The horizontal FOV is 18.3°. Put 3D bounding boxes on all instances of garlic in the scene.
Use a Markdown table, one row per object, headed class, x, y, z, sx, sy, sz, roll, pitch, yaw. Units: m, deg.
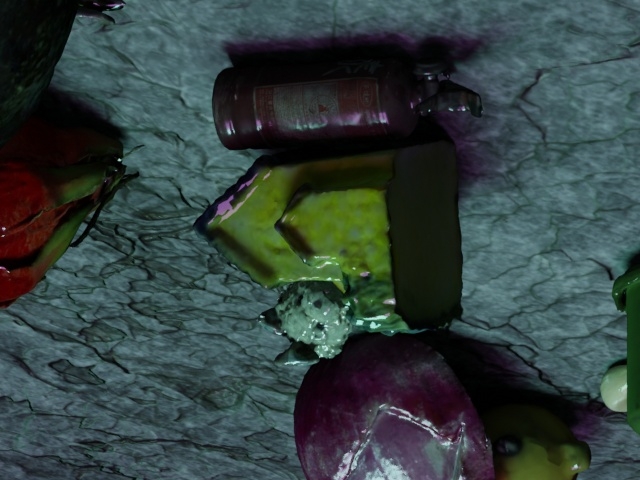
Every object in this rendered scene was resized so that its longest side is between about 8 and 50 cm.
| class | x | y | z | sx | sy | sz | roll | pitch | yaw |
| --- | --- | --- | --- | --- | --- | --- | --- | --- | --- |
| garlic | 0.324 | 0.158 | 2.108 | 0.053 | 0.041 | 0.083 | -20 | 147 | 24 |

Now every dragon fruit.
| class | x | y | z | sx | sy | sz | roll | pitch | yaw |
| --- | --- | --- | --- | --- | --- | --- | --- | --- | --- |
| dragon fruit | -0.308 | -0.054 | 1.852 | 0.293 | 0.233 | 0.234 | -22 | 146 | -2 |

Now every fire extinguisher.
| class | x | y | z | sx | sy | sz | roll | pitch | yaw |
| --- | --- | --- | --- | --- | --- | --- | --- | --- | --- |
| fire extinguisher | 0.029 | -0.108 | 1.691 | 0.252 | 0.106 | 0.075 | -1 | 128 | 23 |

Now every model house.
| class | x | y | z | sx | sy | sz | roll | pitch | yaw |
| --- | --- | --- | --- | --- | --- | --- | --- | --- | --- |
| model house | 0.000 | 0.000 | 1.757 | 0.211 | 0.170 | 0.194 | -1 | -172 | 21 |

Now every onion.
| class | x | y | z | sx | sy | sz | roll | pitch | yaw |
| --- | --- | --- | --- | --- | --- | --- | --- | --- | --- |
| onion | 0.061 | 0.232 | 2.127 | 0.111 | 0.250 | 0.247 | -21 | 178 | -43 |

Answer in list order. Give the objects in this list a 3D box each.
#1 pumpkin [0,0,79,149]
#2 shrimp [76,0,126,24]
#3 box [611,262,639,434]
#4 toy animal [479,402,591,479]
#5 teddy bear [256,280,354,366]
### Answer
| class | x | y | z | sx | sy | sz | roll | pitch | yaw |
| --- | --- | --- | --- | --- | --- | --- | --- | --- | --- |
| pumpkin | -0.393 | -0.219 | 1.408 | 0.455 | 0.344 | 0.454 | -2 | 119 | -4 |
| shrimp | -0.323 | -0.211 | 1.682 | 0.360 | 0.085 | 0.247 | 8 | 155 | 19 |
| box | 0.451 | 0.132 | 1.874 | 0.329 | 0.177 | 0.253 | 30 | 148 | -27 |
| toy animal | 0.178 | 0.261 | 2.225 | 0.281 | 0.195 | 0.169 | -13 | -179 | 44 |
| teddy bear | 0.035 | 0.029 | 1.922 | 0.133 | 0.111 | 0.213 | 49 | 119 | 12 |
